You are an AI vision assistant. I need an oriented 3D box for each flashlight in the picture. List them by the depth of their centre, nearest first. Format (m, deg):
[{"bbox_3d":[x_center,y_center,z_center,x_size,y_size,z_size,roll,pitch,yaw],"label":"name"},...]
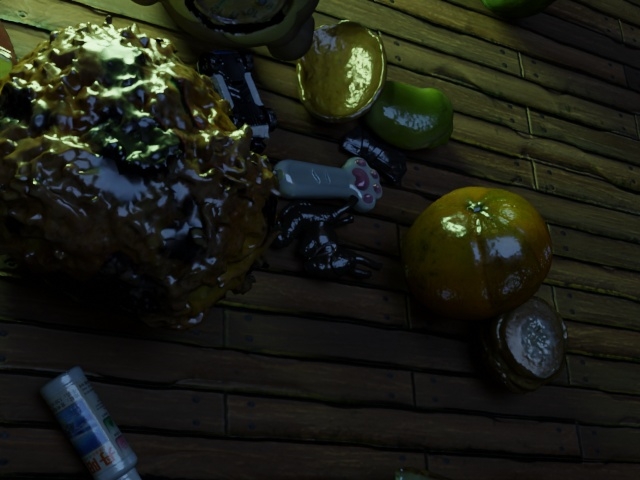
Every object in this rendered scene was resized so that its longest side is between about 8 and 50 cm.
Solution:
[{"bbox_3d":[0.012,-0.094,1.533,0.201,0.047,0.093,3,67,-34],"label":"flashlight"}]

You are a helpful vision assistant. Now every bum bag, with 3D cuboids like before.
[{"bbox_3d":[0.092,-0.144,1.617,0.124,0.034,0.057,29,70,-20],"label":"bum bag"}]

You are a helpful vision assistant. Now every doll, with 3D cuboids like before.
[{"bbox_3d":[0.000,0.000,1.479,0.165,0.057,0.139,-10,76,-28],"label":"doll"}]

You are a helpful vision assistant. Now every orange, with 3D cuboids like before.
[{"bbox_3d":[0.242,0.015,1.526,0.240,0.240,0.171,-55,145,-37],"label":"orange"}]

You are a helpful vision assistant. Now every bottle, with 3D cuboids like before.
[{"bbox_3d":[-0.260,0.256,1.182,0.060,0.060,0.217,-33,89,-39],"label":"bottle"}]

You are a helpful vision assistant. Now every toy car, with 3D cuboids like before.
[{"bbox_3d":[-0.128,-0.207,1.474,0.080,0.070,0.170,-12,75,-37],"label":"toy car"}]

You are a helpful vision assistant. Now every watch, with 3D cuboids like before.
[{"bbox_3d":[-0.109,-0.486,1.440,0.314,0.335,0.326,16,52,-28],"label":"watch"}]

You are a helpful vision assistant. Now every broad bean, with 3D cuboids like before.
[{"bbox_3d":[0.151,-0.211,1.666,0.175,0.082,0.124,-4,68,-25],"label":"broad bean"}]

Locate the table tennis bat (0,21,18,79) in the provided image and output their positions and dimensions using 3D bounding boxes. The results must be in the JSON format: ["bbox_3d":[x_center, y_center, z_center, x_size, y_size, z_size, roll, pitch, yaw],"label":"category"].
[{"bbox_3d":[-0.506,-0.259,1.261,0.268,0.051,0.414,31,58,-19],"label":"table tennis bat"}]

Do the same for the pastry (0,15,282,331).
[{"bbox_3d":[-0.248,-0.075,1.192,0.337,0.292,0.405,-35,86,-38],"label":"pastry"}]

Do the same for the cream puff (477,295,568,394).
[{"bbox_3d":[0.324,0.169,1.580,0.150,0.115,0.165,40,62,-4],"label":"cream puff"}]

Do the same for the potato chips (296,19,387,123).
[{"bbox_3d":[0.034,-0.277,1.617,0.150,0.049,0.201,1,67,-5],"label":"potato chips"}]

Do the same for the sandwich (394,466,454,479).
[{"bbox_3d":[0.179,0.391,1.396,0.258,0.096,0.094,27,63,-24],"label":"sandwich"}]

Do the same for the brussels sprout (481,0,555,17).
[{"bbox_3d":[0.405,-0.558,1.896,0.271,0.219,0.210,-40,98,-23],"label":"brussels sprout"}]
